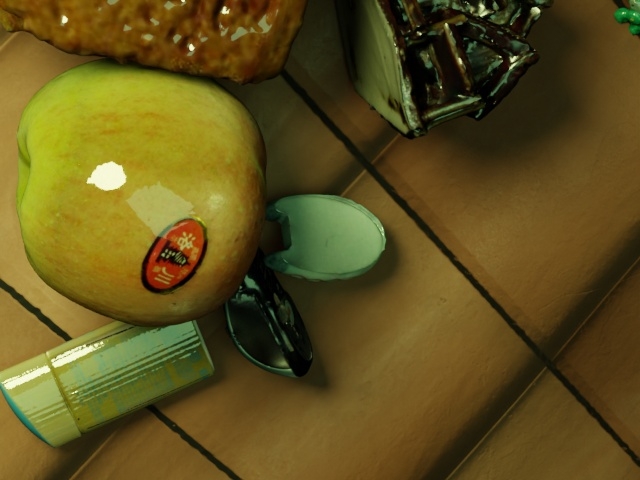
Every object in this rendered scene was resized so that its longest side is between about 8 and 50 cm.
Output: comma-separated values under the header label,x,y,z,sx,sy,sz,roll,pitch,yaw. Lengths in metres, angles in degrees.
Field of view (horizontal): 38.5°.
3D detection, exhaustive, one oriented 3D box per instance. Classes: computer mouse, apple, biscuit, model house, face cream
label,x,y,z,sx,sy,sz,roll,pitch,yaw
computer mouse,-0.093,0.108,1.352,0.096,0.137,0.233,-28,110,5
apple,-0.234,-0.063,1.157,0.305,0.338,0.338,15,96,-23
biscuit,-0.181,-0.365,1.028,0.395,0.166,0.342,5,120,-26
model house,0.188,-0.332,1.284,0.283,0.317,0.297,-14,118,-13
face cream,-0.306,0.193,1.326,0.285,0.067,0.139,-24,107,-14

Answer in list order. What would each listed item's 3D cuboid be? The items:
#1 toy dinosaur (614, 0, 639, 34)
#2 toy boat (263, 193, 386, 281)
label,x,y,z,sx,sy,sz,roll,pitch,yaw
toy dinosaur,0.535,-0.375,1.490,0.132,0.096,0.059,39,85,-24
toy boat,0.000,0.000,1.380,0.208,0.079,0.134,0,69,-30
